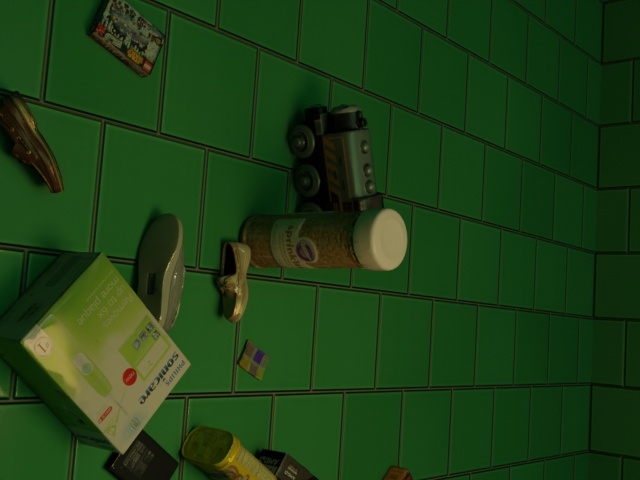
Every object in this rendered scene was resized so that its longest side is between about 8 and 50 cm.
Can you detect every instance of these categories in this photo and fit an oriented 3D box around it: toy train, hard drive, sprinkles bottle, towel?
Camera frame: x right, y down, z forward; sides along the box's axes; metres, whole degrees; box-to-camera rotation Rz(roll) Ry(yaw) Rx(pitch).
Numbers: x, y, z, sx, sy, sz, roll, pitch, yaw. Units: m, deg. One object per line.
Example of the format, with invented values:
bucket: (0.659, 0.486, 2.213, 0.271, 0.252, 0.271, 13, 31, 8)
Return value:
toy train: (0.043, -0.144, 1.865, 0.142, 0.190, 0.334, -14, 100, -49)
hard drive: (-0.330, 0.419, 1.542, 0.135, 0.022, 0.094, 55, 51, -33)
sprinkles bottle: (0.000, 0.000, 1.683, 0.121, 0.355, 0.121, 2, 88, -50)
towel: (-0.142, 0.257, 1.777, 0.083, 0.009, 0.060, 47, 55, -38)

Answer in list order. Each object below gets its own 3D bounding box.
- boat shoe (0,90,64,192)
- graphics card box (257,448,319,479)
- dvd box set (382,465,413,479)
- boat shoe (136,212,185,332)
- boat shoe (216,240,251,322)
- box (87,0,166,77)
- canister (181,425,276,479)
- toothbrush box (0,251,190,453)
boat shoe: (-0.479, -0.154, 1.360, 0.060, 0.064, 0.178, -28, 112, -13)
graphics card box: (-0.109, 0.651, 1.712, 0.233, 0.094, 0.371, 47, 57, -27)
dvd box set: (0.147, 0.821, 2.060, 0.420, 0.062, 0.307, -43, 119, -41)
boat shoe: (-0.295, 0.065, 1.563, 0.081, 0.079, 0.227, 39, 56, -66)
boat shoe: (-0.185, 0.082, 1.696, 0.059, 0.063, 0.170, 21, 64, -45)
box: (-0.355, -0.378, 1.529, 0.137, 0.027, 0.094, 36, 63, -43)
canister: (-0.177, 0.447, 1.643, 0.170, 0.126, 0.073, 53, 52, -37)
toothbrush box: (-0.386, 0.188, 1.408, 0.206, 0.122, 0.283, -54, 129, -35)
